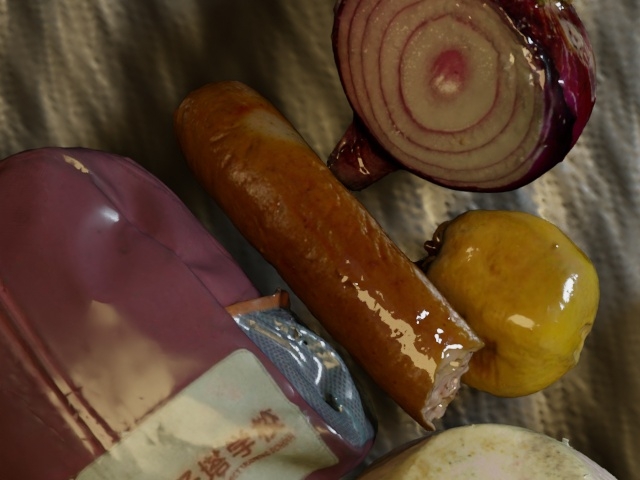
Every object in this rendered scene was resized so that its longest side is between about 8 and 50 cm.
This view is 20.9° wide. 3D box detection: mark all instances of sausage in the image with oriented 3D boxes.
[{"bbox_3d":[-0.002,-0.002,1.179,0.076,0.103,0.302,-41,71,0],"label":"sausage"}]

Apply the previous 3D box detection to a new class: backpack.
[{"bbox_3d":[-0.154,0.093,1.175,0.283,0.197,0.317,-39,85,2],"label":"backpack"}]

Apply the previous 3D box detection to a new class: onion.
[{"bbox_3d":[0.085,-0.111,1.210,0.195,0.140,0.218,41,127,1],"label":"onion"}]

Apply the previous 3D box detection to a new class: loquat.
[{"bbox_3d":[0.127,0.040,1.214,0.137,0.113,0.137,0,91,14],"label":"loquat"}]

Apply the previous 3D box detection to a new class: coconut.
[{"bbox_3d":[0.110,0.238,1.178,0.236,0.237,0.197,15,50,0],"label":"coconut"}]
